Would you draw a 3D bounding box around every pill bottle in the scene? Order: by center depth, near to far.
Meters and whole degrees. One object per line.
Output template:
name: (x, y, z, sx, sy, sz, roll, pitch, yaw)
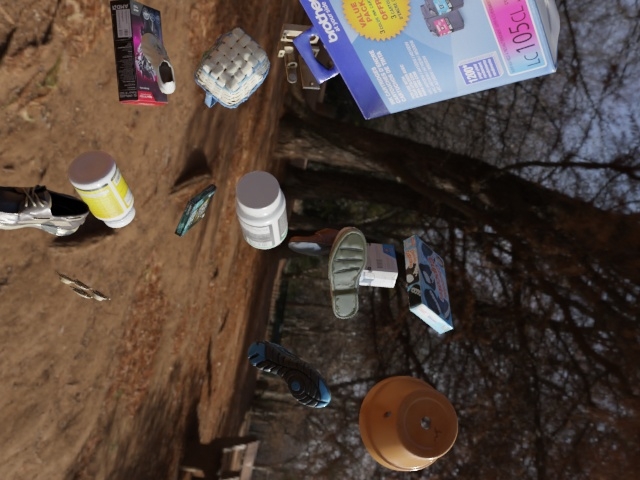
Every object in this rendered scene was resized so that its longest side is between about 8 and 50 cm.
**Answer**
pill bottle: (-0.241, -0.123, 2.363, 0.361, 0.204, 0.204, 93, 4, -66)
pill bottle: (-0.897, -0.203, 2.408, 0.334, 0.188, 0.188, 84, 10, -57)

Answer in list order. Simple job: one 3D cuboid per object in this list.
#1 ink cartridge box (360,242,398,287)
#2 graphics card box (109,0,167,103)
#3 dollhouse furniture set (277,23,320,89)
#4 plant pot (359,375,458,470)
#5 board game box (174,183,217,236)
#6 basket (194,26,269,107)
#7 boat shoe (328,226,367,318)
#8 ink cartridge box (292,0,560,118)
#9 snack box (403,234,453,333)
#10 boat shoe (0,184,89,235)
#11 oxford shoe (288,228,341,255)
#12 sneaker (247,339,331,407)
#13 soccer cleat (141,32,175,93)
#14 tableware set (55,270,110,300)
ink cartridge box: (0.158, 0.079, 1.967, 0.139, 0.191, 0.082, -90, -174, -49)
graphics card box: (-0.696, -0.715, 2.231, 0.233, 0.094, 0.371, -35, 124, -73)
dollhouse furniture set: (-0.057, -0.568, 1.796, 0.151, 0.144, 0.123, 131, -45, -65)
plant pot: (0.285, 0.556, 1.767, 0.203, 0.291, 0.291, 129, -29, -68)
board game box: (-0.392, -0.099, 1.825, 0.126, 0.026, 0.186, -61, -179, 24)
basket: (-0.293, -0.575, 1.942, 0.255, 0.201, 0.289, -50, -176, -9)
boat shoe: (0.070, 0.082, 1.706, 0.103, 0.113, 0.302, -103, -163, -58)
ink cartridge box: (0.149, -0.365, 0.933, 0.270, 0.395, 0.151, 53, 45, -36)
snack box: (0.384, 0.153, 2.074, 0.060, 0.187, 0.322, -31, -142, 30)
boat shoe: (-0.826, -0.110, 1.655, 0.355, 0.130, 0.132, 10, 51, -61)
oxford shoe: (0.000, 0.000, 1.728, 0.076, 0.212, 0.076, -46, -133, 54)
sneaker: (-0.092, 0.454, 2.037, 0.125, 0.341, 0.139, -58, 160, 7)
soccer cleat: (-0.469, -0.527, 1.692, 0.196, 0.068, 0.076, 68, -24, 5)
tableware set: (-0.738, 0.143, 1.782, 0.020, 0.141, 0.168, -58, 165, -7)
